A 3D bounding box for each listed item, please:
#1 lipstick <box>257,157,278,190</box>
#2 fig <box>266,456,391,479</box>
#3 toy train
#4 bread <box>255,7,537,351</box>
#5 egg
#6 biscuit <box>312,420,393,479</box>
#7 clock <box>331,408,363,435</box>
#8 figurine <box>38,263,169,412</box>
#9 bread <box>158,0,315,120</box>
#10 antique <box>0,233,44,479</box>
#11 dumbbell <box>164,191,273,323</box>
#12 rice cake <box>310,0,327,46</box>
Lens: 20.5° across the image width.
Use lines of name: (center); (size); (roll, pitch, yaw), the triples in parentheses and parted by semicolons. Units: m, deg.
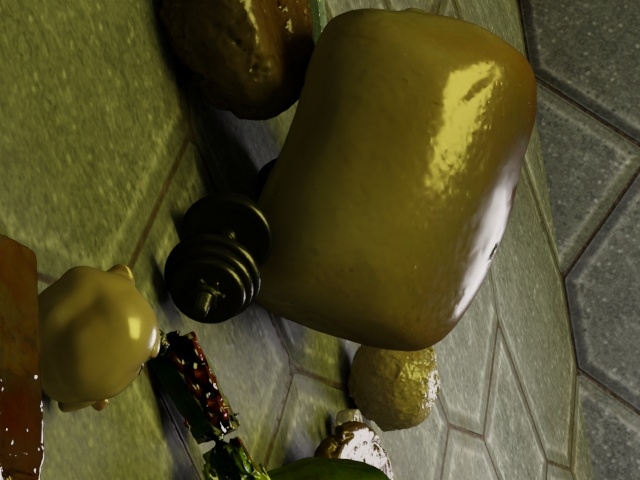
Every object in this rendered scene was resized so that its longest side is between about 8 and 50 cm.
lipstick: (-0.017, -0.005, 2.165); (0.234, 0.053, 0.053); (66, 21, -47)
fig: (-0.001, 0.303, 1.810); (0.233, 0.167, 0.167); (24, 56, -61)
toy train: (-0.092, 0.202, 1.708); (0.250, 0.053, 0.085); (63, 5, 7)
bread: (0.089, -0.070, 1.984); (0.376, 0.253, 0.348); (-70, 158, -10)
egg: (0.094, 0.176, 2.265); (0.118, 0.116, 0.140); (-32, 114, -47)
biscuit: (0.028, 0.312, 2.022); (0.226, 0.042, 0.226); (2, 90, -65)
clock: (0.030, 0.259, 2.133); (0.087, 0.041, 0.129); (57, 32, -55)
figurine: (-0.183, 0.091, 1.513); (0.108, 0.114, 0.196); (58, 1, 17)
bread: (-0.092, -0.245, 1.956); (0.230, 0.123, 0.230); (-5, 90, -70)
antique: (-0.255, 0.150, 1.250); (0.087, 0.093, 0.310); (37, 44, -64)
dumbbell: (-0.102, 0.016, 1.792); (0.208, 0.099, 0.099); (-75, 148, -57)
rice cake: (-0.010, -0.308, 2.390); (0.033, 0.033, 0.207); (13, 67, -59)
